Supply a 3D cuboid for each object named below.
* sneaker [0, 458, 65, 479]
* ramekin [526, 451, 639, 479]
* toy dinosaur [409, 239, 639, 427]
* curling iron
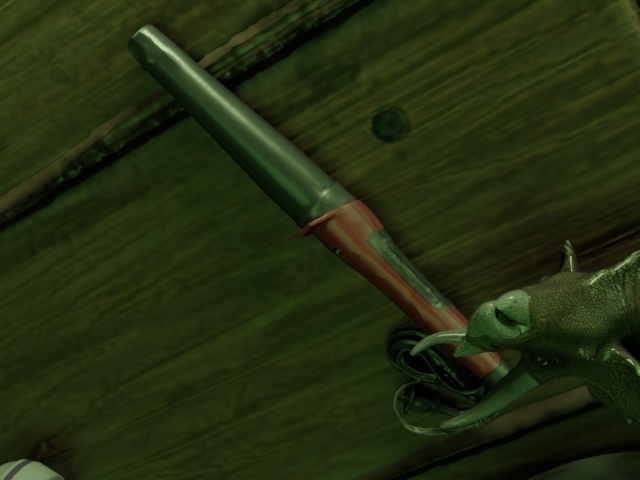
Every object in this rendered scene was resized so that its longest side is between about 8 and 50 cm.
[{"bbox_3d":[-0.281,0.225,0.587,0.161,0.102,0.282,32,118,1],"label":"sneaker"},{"bbox_3d":[0.170,0.246,0.408,0.272,0.127,0.273,0,87,7],"label":"ramekin"},{"bbox_3d":[0.218,0.060,0.395,0.313,0.121,0.160,29,130,-6],"label":"toy dinosaur"},{"bbox_3d":[0.000,0.000,0.447,0.068,0.035,0.274,-37,102,25],"label":"curling iron"}]
